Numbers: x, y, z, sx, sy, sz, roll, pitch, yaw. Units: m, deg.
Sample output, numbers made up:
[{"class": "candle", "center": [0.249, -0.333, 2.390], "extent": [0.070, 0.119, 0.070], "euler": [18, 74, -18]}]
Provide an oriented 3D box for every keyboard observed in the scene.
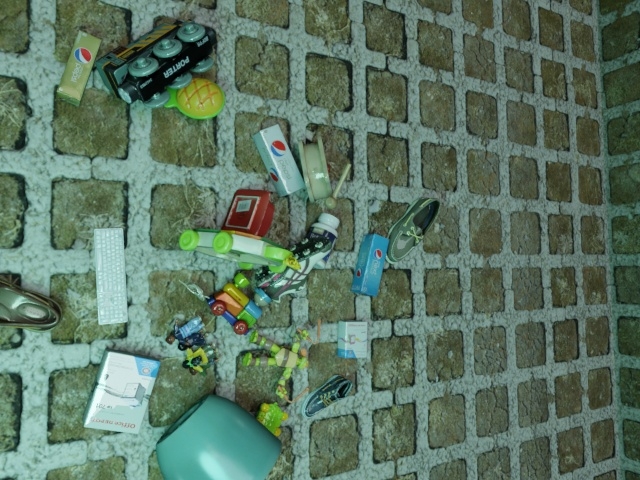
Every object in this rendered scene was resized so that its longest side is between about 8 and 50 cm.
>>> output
[{"class": "keyboard", "center": [-0.565, 0.095, 1.296], "extent": [0.072, 0.014, 0.255], "euler": [-3, 88, -29]}]

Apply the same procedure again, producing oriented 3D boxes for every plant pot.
[{"class": "plant pot", "center": [-0.287, 0.556, 1.274], "extent": [0.293, 0.293, 0.235], "euler": [-41, 92, -25]}]

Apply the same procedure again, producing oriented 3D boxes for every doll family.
[{"class": "doll family", "center": [-0.363, 0.304, 1.365], "extent": [0.111, 0.076, 0.193], "euler": [-29, 95, -23]}]

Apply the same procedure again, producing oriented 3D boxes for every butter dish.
[{"class": "butter dish", "center": [-0.199, -0.064, 1.453], "extent": [0.118, 0.160, 0.159], "euler": [31, 71, -48]}]

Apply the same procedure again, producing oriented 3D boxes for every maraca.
[{"class": "maraca", "center": [-0.370, -0.418, 1.398], "extent": [0.186, 0.099, 0.127], "euler": [14, 74, -1]}]

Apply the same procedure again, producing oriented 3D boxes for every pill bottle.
[{"class": "pill bottle", "center": [0.000, 0.000, 1.573], "extent": [0.094, 0.094, 0.169], "euler": [30, 72, -24]}]

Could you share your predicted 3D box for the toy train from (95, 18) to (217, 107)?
[{"class": "toy train", "center": [-0.442, -0.495, 1.314], "extent": [0.334, 0.190, 0.142], "euler": [-50, 154, -26]}]

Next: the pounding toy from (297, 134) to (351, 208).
[{"class": "pounding toy", "center": [0.024, -0.213, 1.550], "extent": [0.155, 0.154, 0.269], "euler": [-11, 73, 4]}]

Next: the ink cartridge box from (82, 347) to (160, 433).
[{"class": "ink cartridge box", "center": [-0.521, 0.393, 1.262], "extent": [0.140, 0.082, 0.190], "euler": [20, 76, -27]}]

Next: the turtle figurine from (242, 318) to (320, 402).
[{"class": "turtle figurine", "center": [-0.117, 0.347, 1.488], "extent": [0.217, 0.087, 0.269], "euler": [22, 85, -19]}]

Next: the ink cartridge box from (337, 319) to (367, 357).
[{"class": "ink cartridge box", "center": [0.109, 0.333, 1.634], "extent": [0.089, 0.052, 0.122], "euler": [4, 83, -29]}]

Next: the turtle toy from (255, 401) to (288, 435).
[{"class": "turtle toy", "center": [-0.166, 0.551, 1.457], "extent": [0.095, 0.066, 0.130], "euler": [35, 71, -23]}]

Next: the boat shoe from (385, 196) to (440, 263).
[{"class": "boat shoe", "center": [0.339, -0.043, 1.767], "extent": [0.109, 0.091, 0.305], "euler": [45, 67, -19]}]

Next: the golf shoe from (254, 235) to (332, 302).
[{"class": "golf shoe", "center": [-0.070, 0.085, 1.484], "extent": [0.273, 0.105, 0.120], "euler": [-31, 116, 11]}]

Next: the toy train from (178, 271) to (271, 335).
[{"class": "toy train", "center": [-0.267, 0.147, 1.392], "extent": [0.143, 0.105, 0.248], "euler": [-47, 109, -9]}]

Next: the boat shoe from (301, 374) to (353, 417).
[{"class": "boat shoe", "center": [0.021, 0.506, 1.555], "extent": [0.183, 0.083, 0.065], "euler": [-39, 105, -26]}]

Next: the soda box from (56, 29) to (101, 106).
[{"class": "soda box", "center": [-0.636, -0.451, 1.267], "extent": [0.058, 0.061, 0.181], "euler": [18, 78, -28]}]

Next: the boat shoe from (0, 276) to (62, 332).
[{"class": "boat shoe", "center": [-0.778, 0.134, 1.111], "extent": [0.342, 0.123, 0.123], "euler": [28, 74, -25]}]

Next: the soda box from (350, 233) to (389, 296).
[{"class": "soda box", "center": [0.173, 0.086, 1.679], "extent": [0.071, 0.067, 0.210], "euler": [20, 77, -27]}]

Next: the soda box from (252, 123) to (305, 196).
[{"class": "soda box", "center": [-0.132, -0.252, 1.532], "extent": [0.074, 0.069, 0.216], "euler": [-29, 101, -28]}]

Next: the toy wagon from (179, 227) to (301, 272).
[{"class": "toy wagon", "center": [-0.199, 0.030, 1.314], "extent": [0.267, 0.345, 0.068], "euler": [27, 70, -57]}]
